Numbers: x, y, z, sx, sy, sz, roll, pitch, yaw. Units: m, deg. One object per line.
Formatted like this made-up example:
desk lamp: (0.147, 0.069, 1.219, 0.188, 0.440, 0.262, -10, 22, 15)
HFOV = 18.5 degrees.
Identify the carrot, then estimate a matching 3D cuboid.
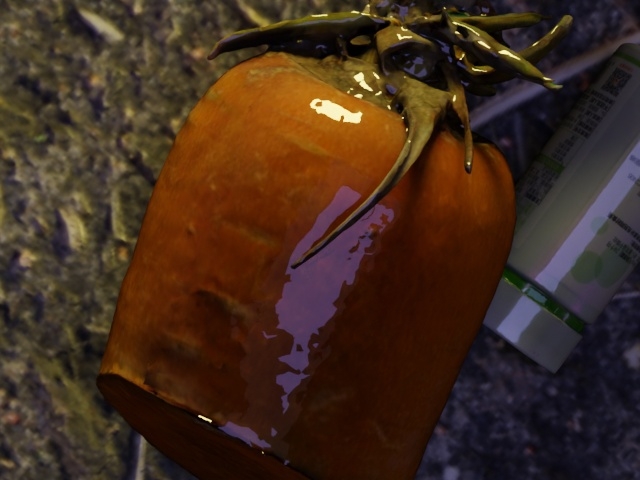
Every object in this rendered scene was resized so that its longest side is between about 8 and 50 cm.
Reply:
carrot: (0.000, 0.000, 1.069, 0.193, 0.214, 0.331, 25, 92, 21)

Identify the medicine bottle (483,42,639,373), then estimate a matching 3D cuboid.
medicine bottle: (0.157, -0.019, 1.151, 0.086, 0.086, 0.183, 36, 93, -13)
